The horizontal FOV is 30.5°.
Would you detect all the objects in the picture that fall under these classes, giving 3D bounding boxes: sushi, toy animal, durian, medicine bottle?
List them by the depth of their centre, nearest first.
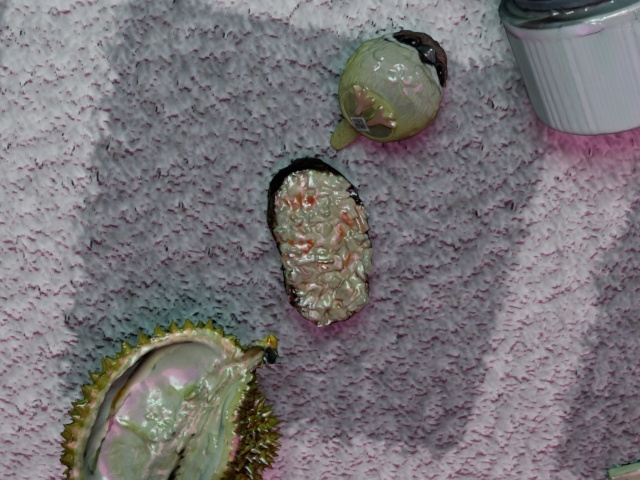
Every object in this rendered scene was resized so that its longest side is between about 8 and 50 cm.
[{"bbox_3d":[0.200,-0.281,0.920,0.242,0.242,0.395,-25,113,2],"label":"medicine bottle"},{"bbox_3d":[0.060,-0.132,1.045,0.098,0.137,0.098,9,67,-22],"label":"toy animal"},{"bbox_3d":[0.000,0.000,1.073,0.091,0.078,0.150,-10,107,-3],"label":"sushi"},{"bbox_3d":[-0.126,0.155,1.078,0.237,0.138,0.193,-40,104,10],"label":"durian"}]

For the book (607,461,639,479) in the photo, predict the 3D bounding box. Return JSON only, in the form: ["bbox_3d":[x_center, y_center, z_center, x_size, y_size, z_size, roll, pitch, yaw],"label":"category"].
[{"bbox_3d":[0.426,0.283,1.236,0.232,0.022,0.162,-15,108,-2],"label":"book"}]
